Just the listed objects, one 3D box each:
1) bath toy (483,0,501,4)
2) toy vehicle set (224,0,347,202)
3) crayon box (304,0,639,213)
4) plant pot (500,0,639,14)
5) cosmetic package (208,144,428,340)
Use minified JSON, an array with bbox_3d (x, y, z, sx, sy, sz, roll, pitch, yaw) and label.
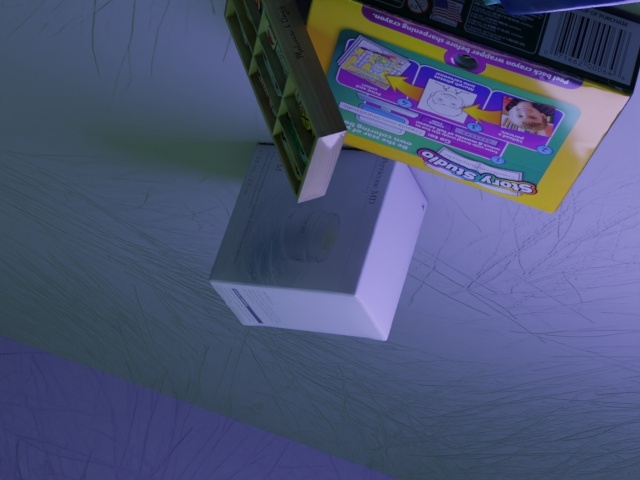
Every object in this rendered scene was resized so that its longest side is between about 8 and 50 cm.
[{"bbox_3d":[0.115,-0.359,1.588,0.151,0.129,0.348,-39,127,20],"label":"bath toy"},{"bbox_3d":[-0.044,-0.195,1.888,0.035,0.267,0.166,-15,159,-16],"label":"toy vehicle set"},{"bbox_3d":[0.154,-0.190,1.921,0.363,0.106,0.313,19,156,-1],"label":"crayon box"},{"bbox_3d":[0.247,-0.353,1.407,0.236,0.236,0.212,-3,140,37],"label":"plant pot"},{"bbox_3d":[0.000,0.000,2.257,0.225,0.224,0.138,5,152,25],"label":"cosmetic package"}]
